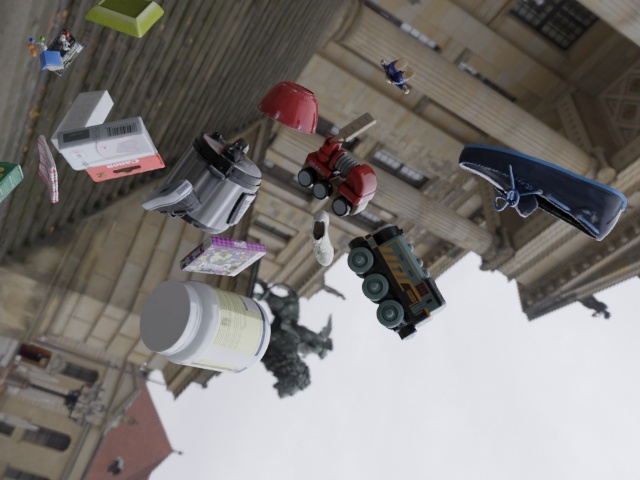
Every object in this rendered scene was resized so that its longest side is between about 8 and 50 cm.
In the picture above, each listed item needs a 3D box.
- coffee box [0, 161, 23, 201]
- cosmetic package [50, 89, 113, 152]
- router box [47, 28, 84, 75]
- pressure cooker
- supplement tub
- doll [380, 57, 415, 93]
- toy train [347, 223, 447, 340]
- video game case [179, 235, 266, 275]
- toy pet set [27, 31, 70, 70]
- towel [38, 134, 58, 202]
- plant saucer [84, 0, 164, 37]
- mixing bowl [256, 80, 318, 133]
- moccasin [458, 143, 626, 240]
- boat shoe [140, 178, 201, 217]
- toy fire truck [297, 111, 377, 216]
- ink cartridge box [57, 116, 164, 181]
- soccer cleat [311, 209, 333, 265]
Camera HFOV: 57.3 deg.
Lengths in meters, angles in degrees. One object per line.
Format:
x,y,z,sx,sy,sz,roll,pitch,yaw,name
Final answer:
-0.675,-0.091,1.127,0.184,0.113,0.040,-78,176,-49,coffee box
-0.733,-0.370,1.815,0.060,0.099,0.239,73,19,-46,cosmetic package
-0.812,-0.593,1.843,0.092,0.038,0.122,42,-86,28,router box
-0.468,-0.286,2.638,0.420,0.376,0.370,-51,-128,13,pressure cooker
-0.327,0.249,1.692,0.236,0.325,0.235,-14,-115,31,supplement tub
0.233,-0.505,1.792,0.046,0.129,0.189,-41,-168,-1,doll
0.212,0.112,1.669,0.190,0.142,0.333,-30,-110,5,toy train
-0.347,0.059,2.087,0.210,0.232,0.041,-34,-121,38,video game case
-0.793,-0.551,1.694,0.065,0.122,0.114,15,65,-86,toy pet set
-0.917,-0.237,1.967,0.144,0.029,0.197,59,-33,21,towel
-0.621,-0.737,1.864,0.045,0.189,0.188,111,-2,-48,plant saucer
-0.076,-0.380,1.627,0.098,0.182,0.181,-63,-162,19,mixing bowl
0.441,-0.100,1.202,0.116,0.342,0.138,-68,165,3,moccasin
-0.327,-0.084,1.305,0.229,0.076,0.080,-6,-142,53,boat shoe
0.085,-0.229,1.695,0.159,0.217,0.246,-26,151,-49,toy fire truck
-0.485,-0.195,1.396,0.232,0.189,0.066,87,-11,-64,ink cartridge box
0.000,0.000,1.816,0.076,0.068,0.196,-63,152,-57,soccer cleat
